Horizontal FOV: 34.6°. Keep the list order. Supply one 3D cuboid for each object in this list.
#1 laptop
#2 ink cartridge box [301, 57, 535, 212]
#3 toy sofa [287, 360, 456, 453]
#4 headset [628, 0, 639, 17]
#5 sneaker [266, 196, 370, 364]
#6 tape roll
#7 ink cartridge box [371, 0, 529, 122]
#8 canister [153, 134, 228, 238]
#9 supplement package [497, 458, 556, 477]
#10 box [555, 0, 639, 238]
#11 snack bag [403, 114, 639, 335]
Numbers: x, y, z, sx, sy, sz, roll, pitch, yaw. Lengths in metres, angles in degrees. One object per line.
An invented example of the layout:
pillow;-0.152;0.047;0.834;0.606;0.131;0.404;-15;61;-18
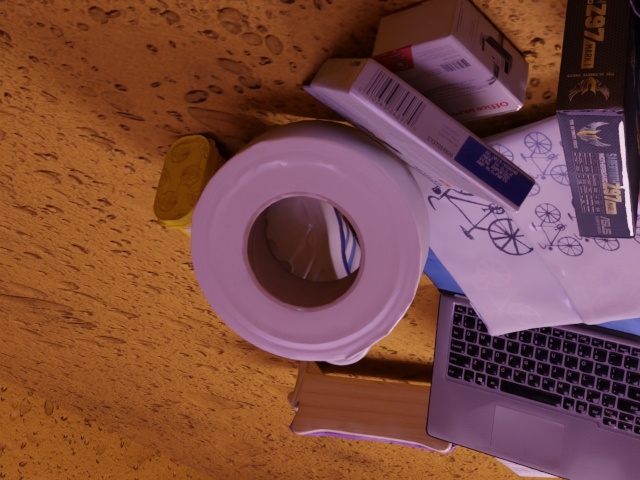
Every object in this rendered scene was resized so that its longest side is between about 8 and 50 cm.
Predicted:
laptop;0.299;0.189;1.496;0.381;0.408;0.236;13;-162;30
ink cartridge box;0.098;-0.120;1.110;0.223;0.045;0.224;33;180;-17
toy sofa;0.125;0.346;2.095;0.362;0.177;0.150;3;155;18
headset;0.379;-0.190;0.860;0.394;0.185;0.243;13;165;-43
sneaker;0.001;0.000;1.435;0.130;0.236;0.323;-23;100;18
tape roll;-0.010;0.001;1.255;0.286;0.286;0.100;8;-161;9
ink cartridge box;0.134;-0.181;1.041;0.099;0.056;0.135;-8;150;41
canister;-0.141;-0.047;1.393;0.073;0.126;0.170;-3;154;30
supplement package;0.398;0.285;1.793;0.198;0.199;0.262;-5;151;33
box;0.260;-0.131;0.935;0.059;0.183;0.233;3;154;21
snack bag;0.258;-0.005;1.265;0.342;0.037;0.323;-13;125;46
